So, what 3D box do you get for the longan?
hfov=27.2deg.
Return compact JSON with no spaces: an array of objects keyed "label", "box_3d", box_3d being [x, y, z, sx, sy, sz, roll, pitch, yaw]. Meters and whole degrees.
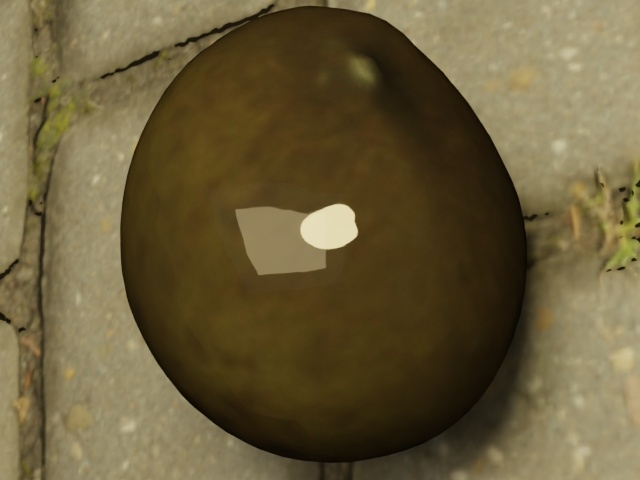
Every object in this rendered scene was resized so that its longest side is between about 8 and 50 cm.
[{"label":"longan","box_3d":[0.000,0.000,0.632,0.196,0.196,0.220,-34,64,20]}]
